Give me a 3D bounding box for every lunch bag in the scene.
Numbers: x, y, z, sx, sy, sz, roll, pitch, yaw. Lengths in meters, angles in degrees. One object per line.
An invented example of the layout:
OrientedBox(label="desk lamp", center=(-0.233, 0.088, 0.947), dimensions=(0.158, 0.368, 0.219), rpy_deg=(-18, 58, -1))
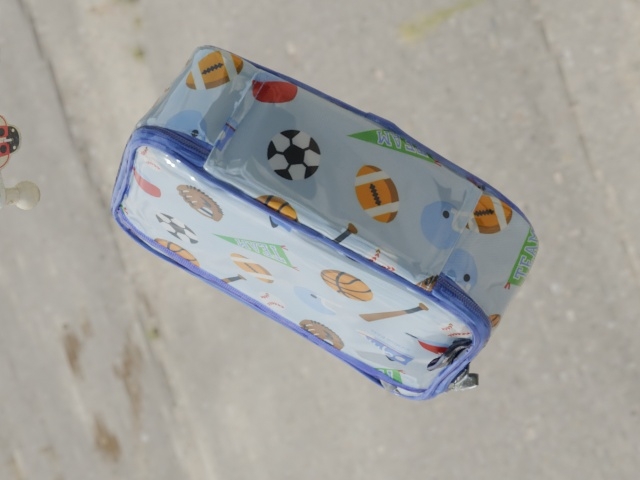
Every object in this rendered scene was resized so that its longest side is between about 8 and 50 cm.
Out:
OrientedBox(label="lunch bag", center=(0.000, 0.000, 1.299), dimensions=(0.303, 0.115, 0.243), rpy_deg=(32, 157, -1))

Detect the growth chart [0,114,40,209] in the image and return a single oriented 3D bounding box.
OrientedBox(label="growth chart", center=(-0.223, -0.120, 0.922), dimensions=(0.021, 0.172, 0.237), rpy_deg=(12, 109, 45))
